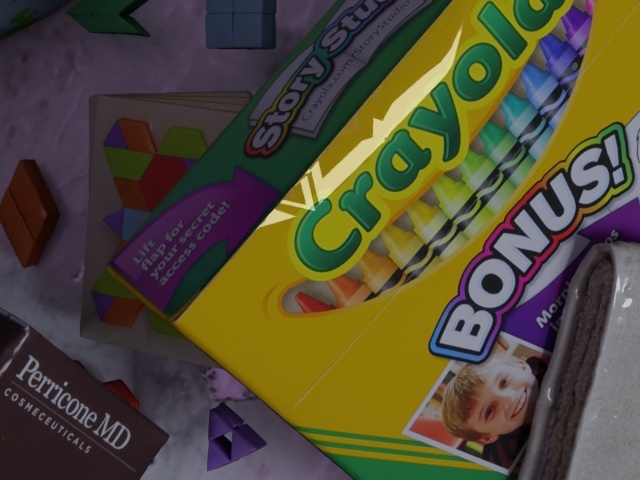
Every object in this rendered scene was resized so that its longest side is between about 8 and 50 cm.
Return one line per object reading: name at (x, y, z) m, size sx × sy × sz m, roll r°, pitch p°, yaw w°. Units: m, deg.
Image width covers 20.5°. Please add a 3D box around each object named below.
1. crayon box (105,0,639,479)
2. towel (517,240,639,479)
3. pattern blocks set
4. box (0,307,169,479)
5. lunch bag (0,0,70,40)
crayon box at (0.105, -0.020, 1.071) m, size 0.363 × 0.106 × 0.313 m, roll -50°, pitch 128°, yaw -5°
towel at (0.209, 0.133, 1.112) m, size 0.187 × 0.049 × 0.282 m, roll 0°, pitch 110°, yaw -36°
pattern blocks set at (-0.102, -0.008, 1.173) m, size 0.285 × 0.026 × 0.325 m, roll -8°, pitch 89°, yaw 32°
box at (-0.243, 0.143, 1.109) m, size 0.167 × 0.168 × 0.203 m, roll 24°, pitch 75°, yaw 39°
lunch bag at (-0.261, -0.173, 1.180) m, size 0.219 × 0.176 × 0.090 m, roll -26°, pitch 86°, yaw 3°
